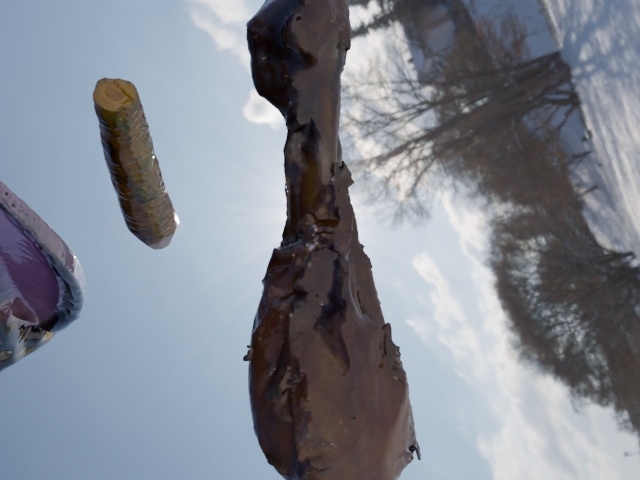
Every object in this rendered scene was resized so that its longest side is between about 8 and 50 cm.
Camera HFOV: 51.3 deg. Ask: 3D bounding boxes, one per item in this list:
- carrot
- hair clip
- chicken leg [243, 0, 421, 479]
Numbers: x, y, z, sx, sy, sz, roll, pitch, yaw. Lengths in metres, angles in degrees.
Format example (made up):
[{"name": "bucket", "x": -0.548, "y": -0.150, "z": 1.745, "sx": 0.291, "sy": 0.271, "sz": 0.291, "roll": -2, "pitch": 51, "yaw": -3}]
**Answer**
[{"name": "carrot", "x": -0.132, "y": -0.049, "z": 0.485, "sx": 0.171, "sy": 0.042, "sz": 0.042, "roll": 97, "pitch": 168, "yaw": -58}, {"name": "hair clip", "x": -0.220, "y": 0.021, "z": 0.443, "sx": 0.095, "sy": 0.359, "sz": 0.110, "roll": -27, "pitch": -104, "yaw": -29}, {"name": "chicken leg", "x": 0.000, "y": 0.000, "z": 0.380, "sx": 0.113, "sy": 0.093, "sz": 0.304, "roll": -4, "pitch": -91, "yaw": -72}]
